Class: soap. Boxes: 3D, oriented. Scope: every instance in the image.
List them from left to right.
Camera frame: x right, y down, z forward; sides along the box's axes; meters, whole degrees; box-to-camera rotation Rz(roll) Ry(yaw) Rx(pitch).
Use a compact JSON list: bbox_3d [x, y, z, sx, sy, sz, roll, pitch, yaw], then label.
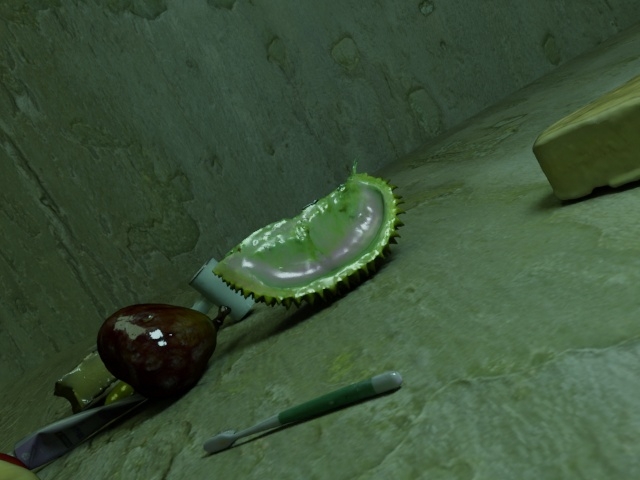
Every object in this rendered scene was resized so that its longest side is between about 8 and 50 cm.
[{"bbox_3d":[-0.430,0.258,1.377,0.135,0.076,0.233,-42,4,-27],"label":"soap"}]

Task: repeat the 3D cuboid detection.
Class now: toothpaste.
[{"bbox_3d":[-0.377,0.301,1.188,0.301,0.048,0.075,-25,-22,-15],"label":"toothpaste"}]

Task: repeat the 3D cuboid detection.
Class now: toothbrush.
[{"bbox_3d":[-0.025,0.182,0.762,0.257,0.018,0.024,-26,2,28],"label":"toothbrush"}]

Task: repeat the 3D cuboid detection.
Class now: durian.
[{"bbox_3d":[0.008,0.005,1.239,0.355,0.169,0.157,-38,10,-23],"label":"durian"}]

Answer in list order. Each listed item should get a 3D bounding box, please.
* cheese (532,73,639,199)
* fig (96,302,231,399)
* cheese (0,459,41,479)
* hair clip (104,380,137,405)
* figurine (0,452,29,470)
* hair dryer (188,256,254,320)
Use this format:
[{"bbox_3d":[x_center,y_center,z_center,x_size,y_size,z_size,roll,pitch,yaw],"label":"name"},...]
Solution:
[{"bbox_3d":[0.489,-0.180,0.905,0.383,0.104,0.384,-29,8,4],"label":"cheese"},{"bbox_3d":[-0.236,0.164,1.207,0.170,0.146,0.274,17,21,28],"label":"fig"},{"bbox_3d":[-0.408,0.325,0.804,0.226,0.117,0.214,-7,5,43],"label":"cheese"},{"bbox_3d":[-0.326,0.251,1.309,0.072,0.046,0.173,-36,4,36],"label":"hair clip"},{"bbox_3d":[-0.594,0.350,0.980,0.261,0.270,0.211,-36,10,22],"label":"figurine"},{"bbox_3d":[-0.251,0.161,1.491,0.236,0.131,0.073,-48,6,10],"label":"hair dryer"}]
